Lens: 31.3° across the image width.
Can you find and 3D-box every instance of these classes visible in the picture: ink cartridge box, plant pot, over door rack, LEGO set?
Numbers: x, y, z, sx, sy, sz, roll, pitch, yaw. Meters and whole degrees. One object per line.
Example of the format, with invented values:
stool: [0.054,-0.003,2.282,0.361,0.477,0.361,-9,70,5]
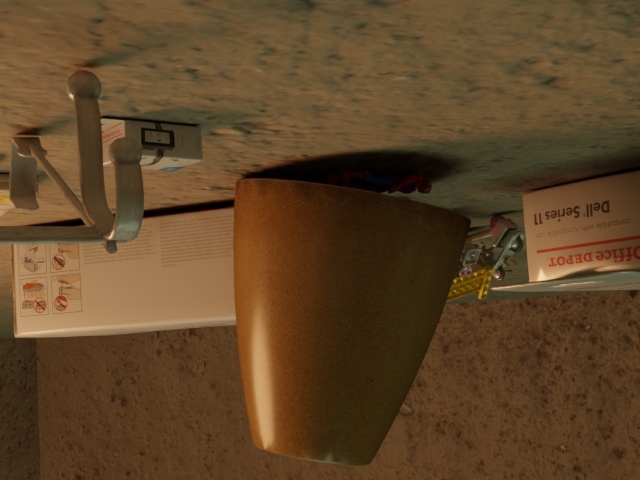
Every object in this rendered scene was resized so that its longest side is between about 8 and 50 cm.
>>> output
ink cartridge box: [-0.138,-0.073,0.875,0.083,0.028,0.048,2,171,-36]
plant pot: [0.014,0.086,1.130,0.237,0.254,0.237,8,176,1]
over door rack: [-0.266,-0.058,0.708,0.239,0.108,0.324,0,-174,-25]
ink cartridge box: [-0.170,0.045,1.396,0.309,0.130,0.272,-6,174,20]
ink cartridge box: [0.374,-0.008,1.285,0.353,0.119,0.207,1,173,-38]
LEGO set: [0.122,0.009,1.423,0.287,0.132,0.107,9,-156,-45]

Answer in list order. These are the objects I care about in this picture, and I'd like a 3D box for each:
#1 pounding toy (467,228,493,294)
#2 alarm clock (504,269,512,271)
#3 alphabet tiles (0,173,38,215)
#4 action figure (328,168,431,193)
pounding toy: [0.178,0.025,1.636,0.130,0.100,0.141,0,-177,-22]
alarm clock: [0.239,0.058,1.974,0.192,0.064,0.129,-5,173,29]
alphabet tiles: [-0.406,-0.042,1.020,0.284,0.021,0.278,0,172,-32]
action figure: [0.064,-0.055,1.131,0.115,0.030,0.038,-2,170,-33]
